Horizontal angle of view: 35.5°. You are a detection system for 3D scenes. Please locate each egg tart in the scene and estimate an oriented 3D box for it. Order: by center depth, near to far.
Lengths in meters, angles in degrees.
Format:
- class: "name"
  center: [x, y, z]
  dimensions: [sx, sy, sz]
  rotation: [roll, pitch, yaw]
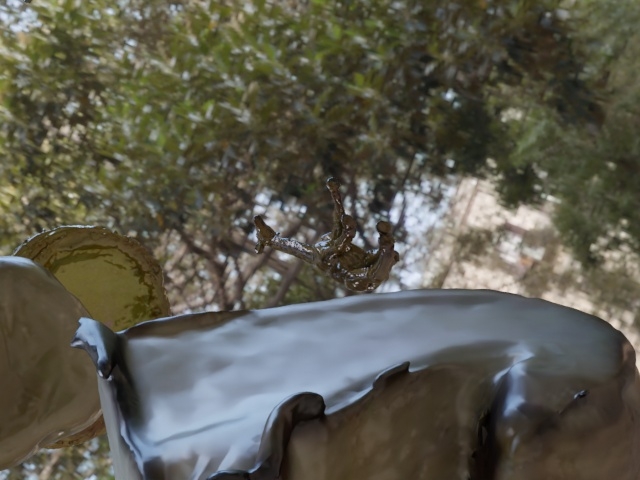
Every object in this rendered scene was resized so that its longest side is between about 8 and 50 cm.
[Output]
- class: "egg tart"
  center: [-0.322, 0.116, 1.272]
  dimensions: [0.294, 0.123, 0.294]
  rotation: [-13, -72, -44]

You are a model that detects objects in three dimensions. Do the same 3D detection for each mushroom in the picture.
- class: "mushroom"
  center: [0.029, 0.239, 0.636]
  dimensions: [0.313, 0.224, 0.398]
  rotation: [-8, -71, -18]

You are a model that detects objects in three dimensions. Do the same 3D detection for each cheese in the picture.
- class: "cheese"
  center: [-0.324, 0.132, 1.052]
  dimensions: [0.217, 0.117, 0.235]
  rotation: [15, -106, -21]

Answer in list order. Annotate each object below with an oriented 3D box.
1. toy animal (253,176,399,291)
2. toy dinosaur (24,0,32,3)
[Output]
- class: "toy animal"
  center: [0.006, 0.008, 1.262]
  dimensions: [0.054, 0.275, 0.149]
  rotation: [-43, -79, -26]
- class: "toy dinosaur"
  center: [-0.461, -0.459, 1.595]
  dimensions: [0.363, 0.147, 0.076]
  rotation: [-53, -20, -9]
